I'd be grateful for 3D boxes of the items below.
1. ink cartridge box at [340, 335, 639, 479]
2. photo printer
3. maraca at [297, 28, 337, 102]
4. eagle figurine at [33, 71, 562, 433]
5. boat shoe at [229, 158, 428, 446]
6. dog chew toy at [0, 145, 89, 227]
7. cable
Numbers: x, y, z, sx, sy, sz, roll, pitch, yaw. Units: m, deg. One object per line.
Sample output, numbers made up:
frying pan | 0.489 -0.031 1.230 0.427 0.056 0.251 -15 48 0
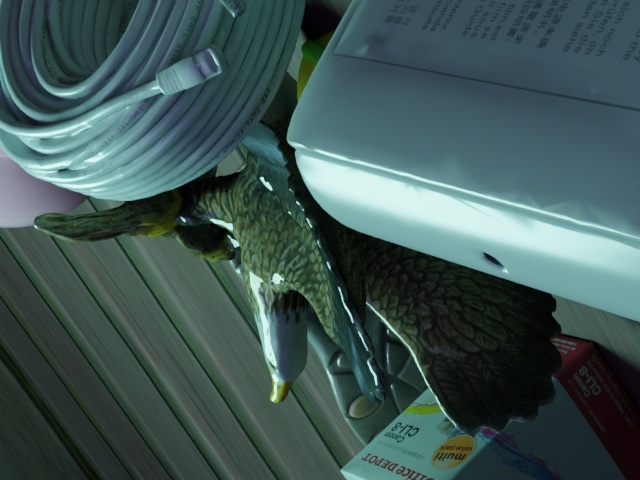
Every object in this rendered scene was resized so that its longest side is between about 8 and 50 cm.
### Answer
ink cartridge box | 0.133 0.167 1.442 0.127 0.176 0.128 55 161 -22
photo printer | 0.146 -0.091 0.752 0.107 0.256 0.307 36 170 -32
maraca | 0.050 -0.077 1.263 0.127 0.099 0.185 42 -176 28
eagle figurine | 0.002 0.010 1.334 0.298 0.226 0.225 12 134 41
boat shoe | 0.042 0.055 1.558 0.324 0.123 0.116 56 -168 -18
dog chew toy | -0.261 -0.150 1.691 0.206 0.206 0.332 44 154 12
cable | -0.117 -0.154 1.268 0.089 0.257 0.257 19 142 -39
